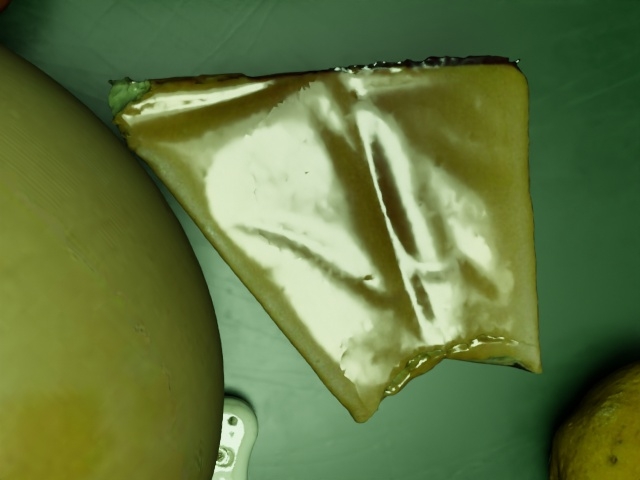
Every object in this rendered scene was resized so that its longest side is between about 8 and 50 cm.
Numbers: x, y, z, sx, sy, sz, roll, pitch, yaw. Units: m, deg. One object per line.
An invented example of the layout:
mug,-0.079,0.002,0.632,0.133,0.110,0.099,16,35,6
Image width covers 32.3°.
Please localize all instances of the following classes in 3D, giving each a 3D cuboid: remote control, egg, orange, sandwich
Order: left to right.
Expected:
egg,-0.215,0.043,0.536,0.301,0.301,0.373,-34,103,-3
remote control,-0.103,0.128,0.714,0.122,0.032,0.074,14,92,-7
sandwich,0.000,0.000,0.654,0.228,0.155,0.198,-4,94,-5
orange,0.218,0.149,0.706,0.157,0.134,0.156,-14,109,-45

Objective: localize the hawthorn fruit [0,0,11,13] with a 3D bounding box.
hawthorn fruit,-0.256,-0.205,0.555,0.165,0.285,0.165,-2,70,6
